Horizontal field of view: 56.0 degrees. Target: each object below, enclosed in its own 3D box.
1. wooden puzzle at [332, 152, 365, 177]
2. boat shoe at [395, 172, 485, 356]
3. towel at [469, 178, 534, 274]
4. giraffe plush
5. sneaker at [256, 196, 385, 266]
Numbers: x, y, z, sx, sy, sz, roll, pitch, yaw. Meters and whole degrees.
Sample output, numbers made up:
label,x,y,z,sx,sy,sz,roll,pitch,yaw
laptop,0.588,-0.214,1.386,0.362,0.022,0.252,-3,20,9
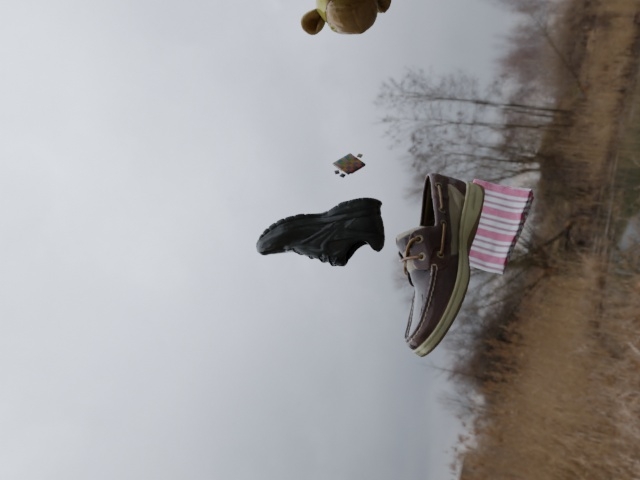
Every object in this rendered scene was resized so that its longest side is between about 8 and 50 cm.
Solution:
label,x,y,z,sx,sy,sz,roll,pitch,yaw
wooden puzzle,0.059,-0.158,1.254,0.083,0.049,0.006,-32,-37,-24
boat shoe,0.179,0.025,1.005,0.123,0.123,0.342,120,172,-62
towel,0.360,-0.034,1.298,0.029,0.144,0.197,36,-105,-51
giraffe plush,0.026,-0.354,0.812,0.170,0.182,0.210,77,-156,-50
sneaker,0.000,0.000,1.264,0.109,0.286,0.130,9,-113,-73
